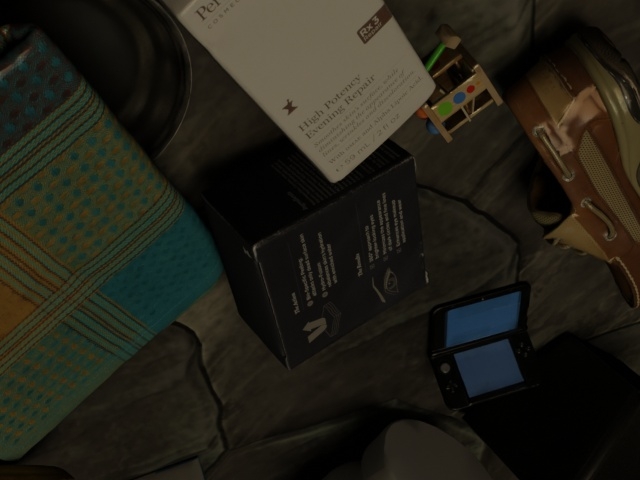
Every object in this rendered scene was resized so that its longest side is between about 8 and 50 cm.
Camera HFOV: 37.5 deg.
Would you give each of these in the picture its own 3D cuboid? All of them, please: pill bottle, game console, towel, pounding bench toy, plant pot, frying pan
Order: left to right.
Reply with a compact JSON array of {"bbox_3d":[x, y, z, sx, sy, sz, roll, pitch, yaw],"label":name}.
[{"bbox_3d":[-0.222,0.030,0.681,0.271,0.040,0.370,-41,154,-6],"label":"towel"},{"bbox_3d":[-0.197,-0.155,0.627,0.197,0.053,0.326,-19,136,-10],"label":"frying pan"},{"bbox_3d":[0.046,0.398,1.131,0.210,0.210,0.363,17,120,-35],"label":"pill bottle"},{"bbox_3d":[0.099,-0.134,0.789,0.065,0.052,0.083,-37,134,10],"label":"pounding bench toy"},{"bbox_3d":[0.187,0.119,1.048,0.122,0.107,0.071,-14,162,-13],"label":"game console"},{"bbox_3d":[0.323,0.226,1.136,0.187,0.188,0.167,26,104,-39],"label":"plant pot"}]

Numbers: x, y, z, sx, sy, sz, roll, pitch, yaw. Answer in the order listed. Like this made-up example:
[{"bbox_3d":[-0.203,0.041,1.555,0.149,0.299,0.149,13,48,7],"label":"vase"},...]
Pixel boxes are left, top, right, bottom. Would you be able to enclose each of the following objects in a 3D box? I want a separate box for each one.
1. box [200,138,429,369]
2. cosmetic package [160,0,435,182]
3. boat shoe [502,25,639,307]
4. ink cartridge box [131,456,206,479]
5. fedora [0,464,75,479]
[{"bbox_3d":[0.000,0.000,0.813,0.158,0.093,0.156,-30,137,-19],"label":"box"},{"bbox_3d":[-0.018,-0.149,0.665,0.117,0.085,0.231,-44,146,4],"label":"cosmetic package"},{"bbox_3d":[0.254,-0.051,0.902,0.120,0.122,0.324,-26,127,6],"label":"boat shoe"},{"bbox_3d":[-0.156,0.332,1.062,0.092,0.090,0.143,-19,134,-9],"label":"ink cartridge box"},{"bbox_3d":[-0.321,0.246,0.859,0.194,0.079,0.194,-1,165,0],"label":"fedora"}]
